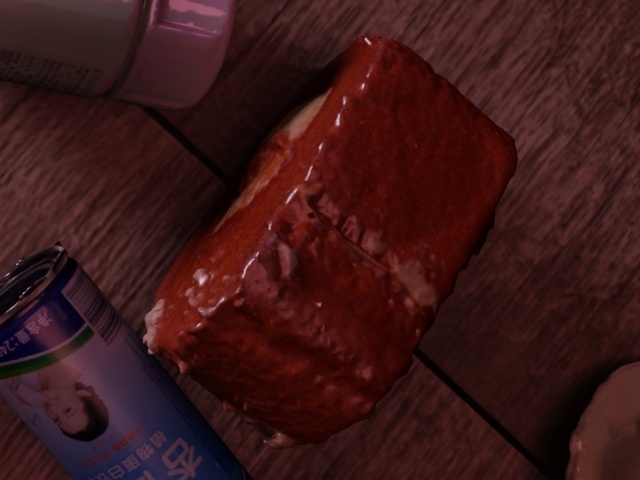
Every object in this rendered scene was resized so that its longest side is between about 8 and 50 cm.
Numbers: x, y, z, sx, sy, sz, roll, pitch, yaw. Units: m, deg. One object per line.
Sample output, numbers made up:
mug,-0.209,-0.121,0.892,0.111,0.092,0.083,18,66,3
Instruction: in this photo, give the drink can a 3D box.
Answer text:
drink can,-0.137,0.119,0.966,0.097,0.097,0.235,-42,110,-17

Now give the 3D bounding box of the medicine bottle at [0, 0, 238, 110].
medicine bottle,-0.149,-0.158,0.920,0.168,0.135,0.135,10,89,-24

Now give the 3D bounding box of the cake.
cake,0.000,0.000,0.973,0.151,0.177,0.283,39,66,-23

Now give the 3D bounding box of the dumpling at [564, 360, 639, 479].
dumpling,0.264,0.192,1.147,0.166,0.126,0.216,40,80,-5
